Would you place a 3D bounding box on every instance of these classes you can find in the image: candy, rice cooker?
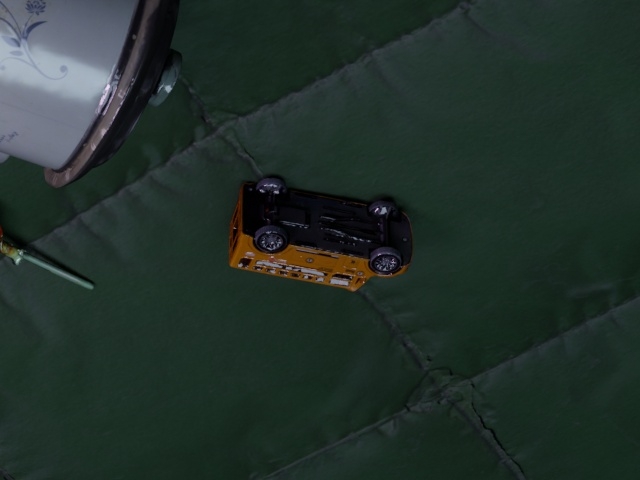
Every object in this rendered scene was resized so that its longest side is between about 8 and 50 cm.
[{"bbox_3d":[-0.324,0.013,2.063,0.060,0.060,0.201,-39,132,24],"label":"candy"},{"bbox_3d":[-0.267,-0.201,1.736,0.316,0.264,0.317,-3,128,-4],"label":"rice cooker"}]

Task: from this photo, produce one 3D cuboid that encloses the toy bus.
[{"bbox_3d":[0.000,0.000,2.065,0.194,0.083,0.088,11,138,-13],"label":"toy bus"}]
